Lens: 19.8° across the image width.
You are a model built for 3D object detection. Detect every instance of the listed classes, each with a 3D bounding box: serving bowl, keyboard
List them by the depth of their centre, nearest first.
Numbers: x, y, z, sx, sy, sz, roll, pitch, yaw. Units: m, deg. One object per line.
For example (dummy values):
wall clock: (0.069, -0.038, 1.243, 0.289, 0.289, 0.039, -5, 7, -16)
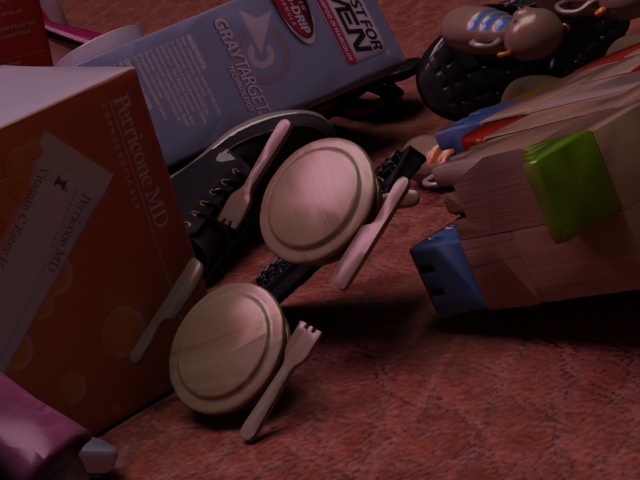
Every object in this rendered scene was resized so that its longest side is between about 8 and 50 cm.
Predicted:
keyboard: (0.000, 0.000, 1.242, 0.180, 0.023, 0.108, -41, 5, 31)
serving bowl: (-0.190, -0.158, 1.609, 0.083, 0.027, 0.083, -26, -2, -1)

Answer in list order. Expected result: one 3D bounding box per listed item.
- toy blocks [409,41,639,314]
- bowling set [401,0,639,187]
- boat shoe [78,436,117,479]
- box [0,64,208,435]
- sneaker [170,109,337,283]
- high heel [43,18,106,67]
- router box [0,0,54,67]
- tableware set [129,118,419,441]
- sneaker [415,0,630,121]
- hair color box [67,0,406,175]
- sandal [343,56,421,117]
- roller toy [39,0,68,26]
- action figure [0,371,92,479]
toy blocks: (0.194, -0.059, 1.191, 0.381, 0.190, 0.261, -30, 11, -35)
bowling set: (0.182, -0.162, 1.434, 0.287, 0.199, 0.154, -29, 22, -22)
boat shoe: (-0.210, 0.150, 1.068, 0.183, 0.083, 0.065, 5, 7, -29)
box: (-0.263, 0.046, 1.165, 0.345, 0.215, 0.168, -30, 23, -34)
sneaker: (-0.069, -0.021, 1.431, 0.222, 0.083, 0.118, -30, 25, -10)
high heel: (-0.298, -0.173, 1.809, 0.377, 0.127, 0.181, 4, 4, -15)
router box: (-0.343, -0.069, 1.425, 0.335, 0.301, 0.082, -3, 13, 35)
tableware set: (-0.022, 0.027, 1.150, 0.128, 0.039, 0.194, 29, 85, 42)
sneaker: (0.157, -0.157, 1.625, 0.124, 0.107, 0.283, -20, 7, 44)
hair color box: (-0.132, -0.108, 1.580, 0.374, 0.113, 0.185, -27, -2, -26)
sandal: (0.045, -0.138, 1.735, 0.067, 0.040, 0.179, -20, 3, -28)
roller toy: (-0.394, -0.234, 2.135, 0.191, 0.209, 0.146, -2, 13, -23)
action figure: (-0.239, 0.119, 0.845, 0.248, 0.275, 0.370, -12, 38, 6)
